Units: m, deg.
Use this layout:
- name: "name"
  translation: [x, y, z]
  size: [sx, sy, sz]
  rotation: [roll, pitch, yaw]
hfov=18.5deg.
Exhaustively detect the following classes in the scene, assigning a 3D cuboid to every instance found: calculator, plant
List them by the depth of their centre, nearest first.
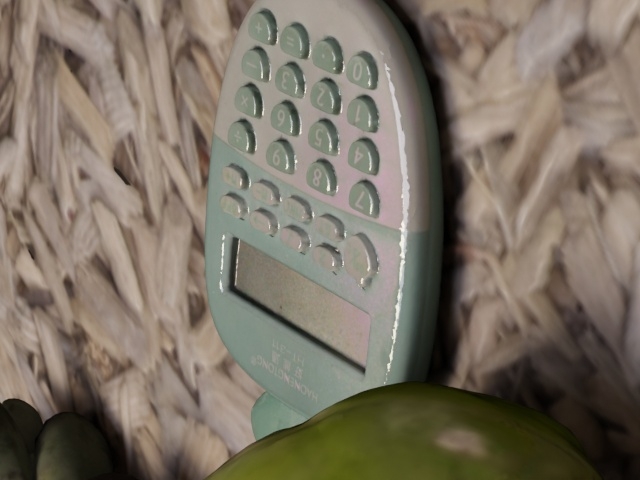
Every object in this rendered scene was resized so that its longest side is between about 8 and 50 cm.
- name: "calculator"
  translation: [0.000, 0.000, 1.069]
  size: [0.184, 0.042, 0.295]
  rotation: [29, 123, 46]
- name: "plant"
  translation: [-0.176, 0.207, 1.304]
  size: [0.274, 0.149, 0.146]
  rotation: [48, 164, 42]

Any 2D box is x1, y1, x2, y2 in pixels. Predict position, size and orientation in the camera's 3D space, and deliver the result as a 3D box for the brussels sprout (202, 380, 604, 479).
- name: "brussels sprout"
  translation: [0.049, 0.203, 0.925]
  size: [0.274, 0.242, 0.316]
  rotation: [46, 148, -2]
